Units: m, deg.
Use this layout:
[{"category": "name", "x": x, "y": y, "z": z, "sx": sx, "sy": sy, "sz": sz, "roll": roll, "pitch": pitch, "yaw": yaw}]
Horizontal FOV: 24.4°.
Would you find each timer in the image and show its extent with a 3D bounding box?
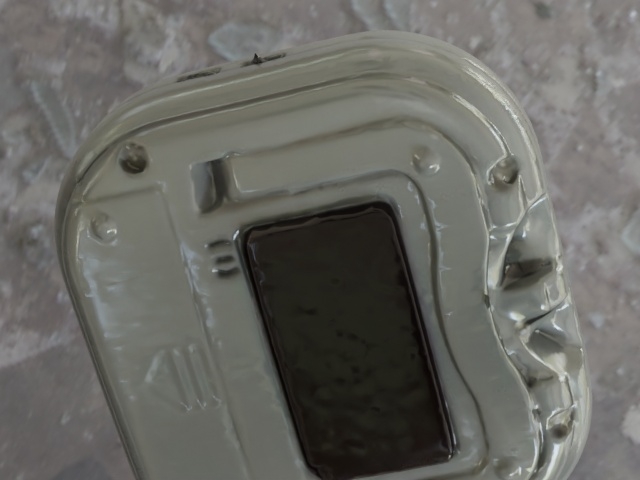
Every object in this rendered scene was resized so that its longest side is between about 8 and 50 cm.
[{"category": "timer", "x": 0.002, "y": 0.037, "z": 0.718, "sx": 0.237, "sy": 0.087, "sz": 0.262, "roll": -12, "pitch": 110, "yaw": 13}]
